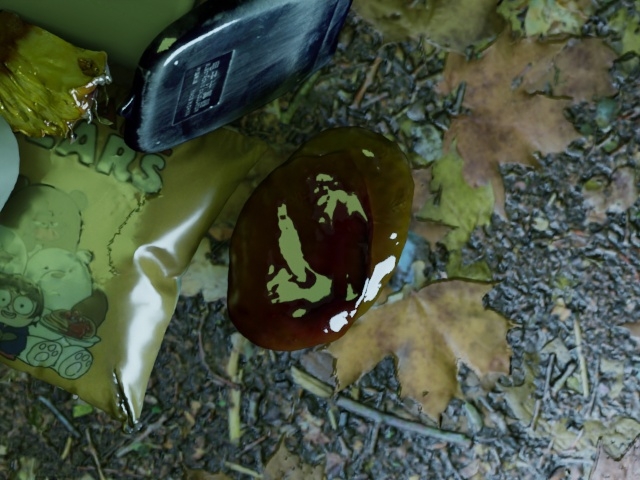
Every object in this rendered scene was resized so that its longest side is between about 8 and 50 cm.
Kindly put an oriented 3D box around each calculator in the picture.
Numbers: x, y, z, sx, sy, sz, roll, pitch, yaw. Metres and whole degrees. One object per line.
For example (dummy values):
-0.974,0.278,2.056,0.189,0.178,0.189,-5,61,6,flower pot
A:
-0.064,-0.163,0.928,0.268,0.177,0.040,-31,71,-30,calculator

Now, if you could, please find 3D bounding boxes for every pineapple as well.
-0.222,-0.137,0.873,0.116,0.137,0.069,42,58,-32,pineapple

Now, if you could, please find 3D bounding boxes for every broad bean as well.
-0.002,-0.002,1.026,0.156,0.122,0.228,25,98,-12,broad bean

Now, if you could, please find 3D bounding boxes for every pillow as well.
-0.249,-0.018,0.996,0.310,0.119,0.312,24,92,-5,pillow

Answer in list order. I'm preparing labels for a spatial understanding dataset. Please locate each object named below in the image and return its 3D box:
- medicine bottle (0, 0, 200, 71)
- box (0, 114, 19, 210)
-0.253,-0.283,0.902,0.340,0.208,0.208,18,98,-9,medicine bottle
-0.460,-0.052,0.900,0.367,0.090,0.373,39,115,3,box
